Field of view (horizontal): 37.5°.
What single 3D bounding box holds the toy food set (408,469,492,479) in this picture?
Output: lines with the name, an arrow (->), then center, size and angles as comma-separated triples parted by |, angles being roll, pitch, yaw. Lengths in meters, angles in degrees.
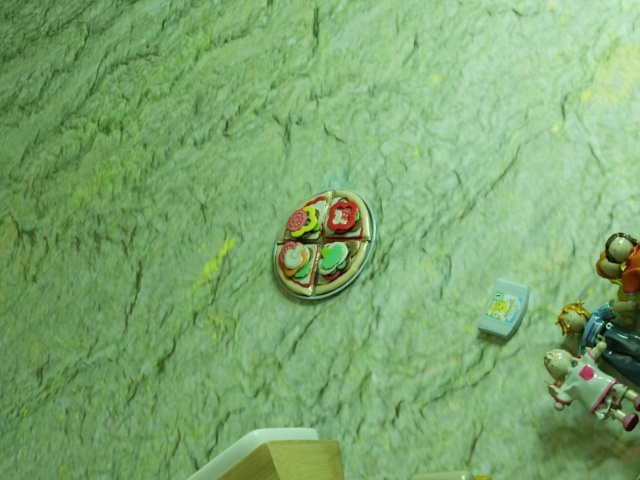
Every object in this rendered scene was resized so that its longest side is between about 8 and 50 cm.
toy food set -> 0.130, 0.361, 1.163 | 0.104, 0.111, 0.232 | -13, 27, 32

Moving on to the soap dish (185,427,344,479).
soap dish -> -0.116, 0.386, 1.322 | 0.291, 0.229, 0.118 | -40, 66, 13

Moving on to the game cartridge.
game cartridge -> 0.261, 0.096, 1.328 | 0.056, 0.017, 0.083 | 17, 78, 36

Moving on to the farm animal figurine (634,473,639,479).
farm animal figurine -> 0.301, 0.420, 1.025 | 0.327, 0.172, 0.330 | -17, 58, 29

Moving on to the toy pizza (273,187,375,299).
toy pizza -> 0.000, 0.000, 1.557 | 0.201, 0.032, 0.201 | -16, 58, 29

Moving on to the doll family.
doll family -> 0.384, 0.105, 1.190 | 0.163, 0.118, 0.263 | 36, 108, 36
